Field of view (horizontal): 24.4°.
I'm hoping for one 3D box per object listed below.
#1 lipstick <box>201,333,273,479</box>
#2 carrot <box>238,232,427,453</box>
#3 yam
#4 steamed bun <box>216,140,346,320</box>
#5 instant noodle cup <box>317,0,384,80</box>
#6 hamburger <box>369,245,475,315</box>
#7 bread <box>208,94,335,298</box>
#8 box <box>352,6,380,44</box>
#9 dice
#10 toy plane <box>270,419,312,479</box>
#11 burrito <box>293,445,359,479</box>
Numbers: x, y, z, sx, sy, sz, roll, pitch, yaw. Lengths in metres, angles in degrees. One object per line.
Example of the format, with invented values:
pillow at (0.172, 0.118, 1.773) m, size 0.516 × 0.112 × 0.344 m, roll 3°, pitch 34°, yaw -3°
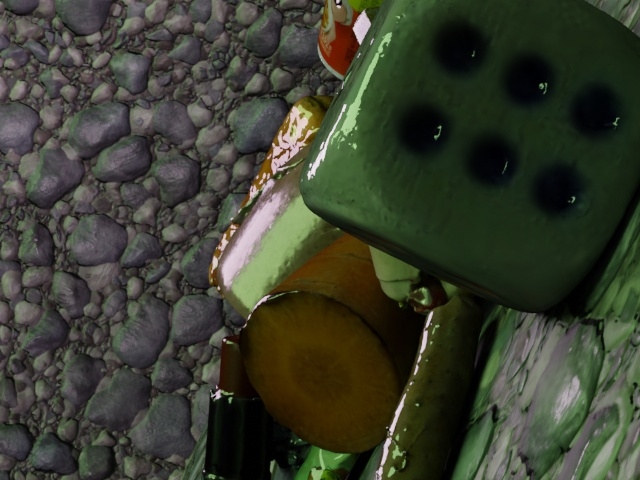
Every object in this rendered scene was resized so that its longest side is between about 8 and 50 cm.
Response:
lipstick at (-0.083, 0.238, 1.446) m, size 0.081 × 0.081 × 0.300 m, roll -105°, pitch 18°, yaw -82°
carrot at (0.041, 0.058, 1.327) m, size 0.225 × 0.159 × 0.159 m, roll -52°, pitch -5°, yaw -48°
yam at (0.071, 0.140, 1.069) m, size 0.057 × 0.056 × 0.241 m, roll -56°, pitch 9°, yaw 55°
steamed bun at (0.000, 0.000, 1.635) m, size 0.252 × 0.199 × 0.301 m, roll -63°, pitch 3°, yaw 11°
instant noodle cup at (0.134, -0.328, 1.719) m, size 0.308 × 0.293 × 0.294 m, roll 110°, pitch -179°, yaw -52°
hamburger at (0.113, -0.032, 1.214) m, size 0.173 × 0.116 × 0.210 m, roll -49°, pitch 6°, yaw 25°
bread at (0.000, -0.026, 1.901) m, size 0.149 × 0.195 × 0.344 m, roll 58°, pitch 134°, yaw 38°
box at (0.098, -0.160, 1.594) m, size 0.207 × 0.049 × 0.041 m, roll 66°, pitch 149°, yaw 20°
dice at (0.105, -0.071, 0.996) m, size 0.194 × 0.193 × 0.192 m, roll -63°, pitch 4°, yaw -2°
toy plane at (-0.033, 0.188, 1.556) m, size 0.316 × 0.103 × 0.204 m, roll 144°, pitch 119°, yaw -78°
burrito at (-0.004, 0.239, 1.367) m, size 0.288 × 0.054 × 0.104 m, roll -62°, pitch 7°, yaw 8°
